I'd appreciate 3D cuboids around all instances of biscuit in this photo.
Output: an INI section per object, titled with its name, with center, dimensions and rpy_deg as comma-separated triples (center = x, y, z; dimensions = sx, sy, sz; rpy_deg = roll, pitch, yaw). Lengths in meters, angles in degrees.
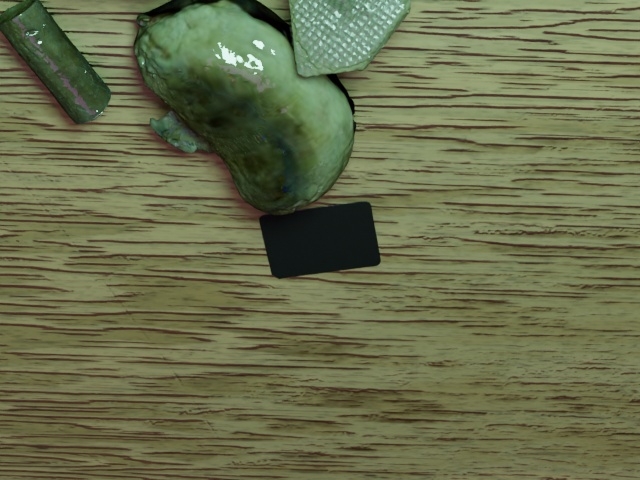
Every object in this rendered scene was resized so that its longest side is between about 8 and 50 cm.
[biscuit]
center = 0.029, -0.325, 1.881
dimensions = 0.150, 0.052, 0.252
rpy_deg = -5, 102, 4

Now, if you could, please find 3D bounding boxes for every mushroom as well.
[mushroom]
center = -0.094, -0.161, 2.005
dimensions = 0.247, 0.130, 0.344
rpy_deg = -24, 121, 12

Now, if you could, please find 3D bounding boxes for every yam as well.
[yam]
center = -0.338, -0.229, 2.001
dimensions = 0.068, 0.068, 0.169
rpy_deg = -27, 116, 19

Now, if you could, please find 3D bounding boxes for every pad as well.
[pad]
center = 0.000, 0.000, 2.192
dimensions = 0.157, 0.003, 0.112
rpy_deg = -7, 124, 6
